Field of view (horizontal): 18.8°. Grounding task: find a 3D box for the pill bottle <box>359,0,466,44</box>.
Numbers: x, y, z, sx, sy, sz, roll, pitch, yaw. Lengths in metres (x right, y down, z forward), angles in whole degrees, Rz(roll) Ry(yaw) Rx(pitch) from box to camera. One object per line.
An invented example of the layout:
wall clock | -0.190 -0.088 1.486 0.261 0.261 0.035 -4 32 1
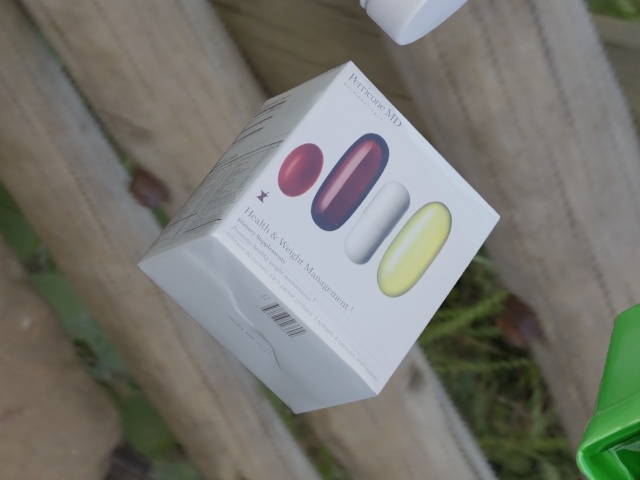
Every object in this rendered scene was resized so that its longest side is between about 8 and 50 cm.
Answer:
pill bottle | 0.019 -0.307 1.586 0.160 0.283 0.160 -41 171 -7

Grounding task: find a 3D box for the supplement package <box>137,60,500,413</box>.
supplement package | 0.000 0.000 1.608 0.194 0.149 0.203 44 62 -15

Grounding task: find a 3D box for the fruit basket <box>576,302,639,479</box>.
fruit basket | 0.385 0.150 1.398 0.283 0.392 0.392 45 72 -31
